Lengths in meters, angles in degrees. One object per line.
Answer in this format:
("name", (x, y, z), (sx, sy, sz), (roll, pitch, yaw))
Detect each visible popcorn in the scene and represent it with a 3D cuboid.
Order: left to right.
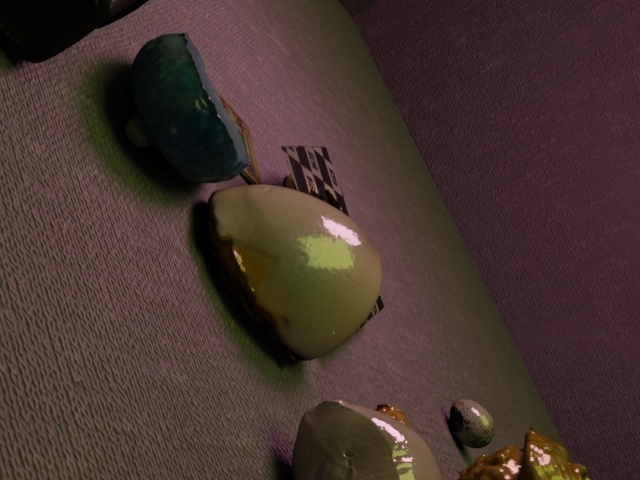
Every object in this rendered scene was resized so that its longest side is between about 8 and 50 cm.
("popcorn", (0.346, 0.457, 1.638), (0.247, 0.282, 0.282), (49, 13, 5))

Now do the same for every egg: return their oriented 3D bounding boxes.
("egg", (-0.027, 0.017, 1.361), (0.286, 0.174, 0.264), (49, 14, -30))
("egg", (0.312, 0.378, 2.025), (0.110, 0.085, 0.085), (56, 13, 9))

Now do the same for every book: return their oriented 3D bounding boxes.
("book", (-0.164, -0.192, 1.619), (0.192, 0.013, 0.168), (47, 20, -42))

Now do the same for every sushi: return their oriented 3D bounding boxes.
("sushi", (0.000, 0.000, 1.656), (0.339, 0.069, 0.320), (-24, 93, -77))

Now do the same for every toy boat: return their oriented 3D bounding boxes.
("toy boat", (-0.193, -0.170, 1.335), (0.330, 0.123, 0.215), (-110, 176, -75))

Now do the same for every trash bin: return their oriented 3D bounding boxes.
("trash bin", (-0.292, -0.338, 1.124), (0.209, 0.182, 0.290), (56, 20, -21))

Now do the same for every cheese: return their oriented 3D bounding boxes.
("cheese", (0.065, 0.297, 1.156), (0.189, 0.154, 0.198), (43, 27, -44))

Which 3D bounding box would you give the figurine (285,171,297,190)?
("figurine", (-0.031, -0.081, 1.786), (0.083, 0.083, 0.187), (52, 31, -33))

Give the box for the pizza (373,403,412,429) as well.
("pizza", (0.123, 0.387, 1.367), (0.287, 0.075, 0.280), (59, 19, 0))
